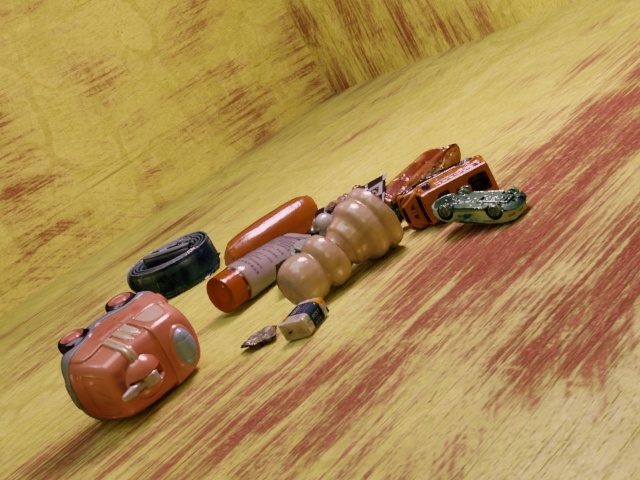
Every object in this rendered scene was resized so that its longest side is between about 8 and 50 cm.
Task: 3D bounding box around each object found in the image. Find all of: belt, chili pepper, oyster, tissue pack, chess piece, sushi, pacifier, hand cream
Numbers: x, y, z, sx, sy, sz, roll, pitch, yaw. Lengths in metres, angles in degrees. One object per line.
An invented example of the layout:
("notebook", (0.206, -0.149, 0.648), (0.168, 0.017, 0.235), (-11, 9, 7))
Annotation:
("belt", (-0.401, 0.070, 2.502), (0.267, 0.116, 0.206), (-24, 19, 10))
("chili pepper", (0.262, -0.113, 1.962), (0.279, 0.065, 0.122), (-29, -8, -24))
("oyster", (-0.115, 0.185, 1.741), (0.083, 0.019, 0.054), (-23, 16, 14))
("tissue pack", (-0.029, 0.141, 1.678), (0.062, 0.042, 0.083), (-16, 19, 35))
("chess piece", (0.025, 0.025, 1.817), (0.261, 0.143, 0.143), (-41, 17, -20))
("sushi", (0.040, -0.057, 2.048), (0.215, 0.050, 0.192), (-27, 35, 32))
("pacifier", (0.000, 0.000, 1.935), (0.127, 0.116, 0.150), (-5, 20, -16))
("hand cream", (-0.126, 0.049, 2.095), (0.139, 0.089, 0.314), (6, 31, 43))

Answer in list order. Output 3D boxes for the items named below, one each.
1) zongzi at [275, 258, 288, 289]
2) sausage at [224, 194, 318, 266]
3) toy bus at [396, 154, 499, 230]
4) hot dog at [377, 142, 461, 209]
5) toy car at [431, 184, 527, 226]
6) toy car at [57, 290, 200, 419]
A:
("zongzi", (-0.039, 0.065, 1.971), (0.113, 0.052, 0.104), (-15, 23, 2))
("sausage", (-0.118, -0.015, 2.275), (0.274, 0.105, 0.105), (-35, 15, -25))
("toy bus", (0.252, -0.091, 1.858), (0.194, 0.083, 0.088), (-28, 12, 3))
("hot dog", (0.230, -0.139, 2.087), (0.269, 0.072, 0.115), (-40, 16, -34))
("toy car", (0.294, -0.060, 1.722), (0.186, 0.058, 0.093), (1, 30, 41))
("toy car", (-0.343, 0.221, 1.766), (0.212, 0.180, 0.270), (0, 31, 43))
